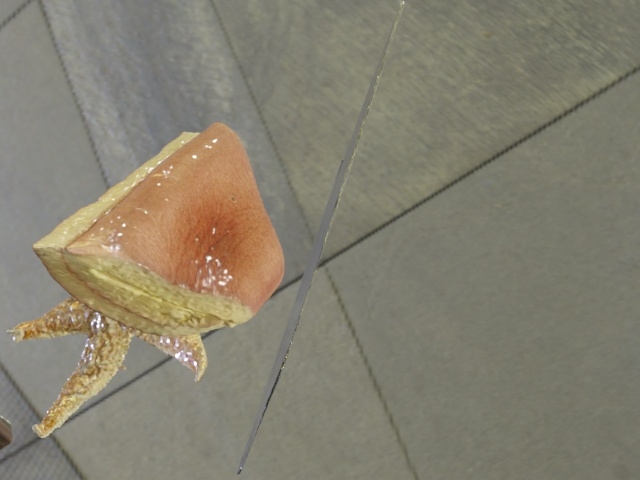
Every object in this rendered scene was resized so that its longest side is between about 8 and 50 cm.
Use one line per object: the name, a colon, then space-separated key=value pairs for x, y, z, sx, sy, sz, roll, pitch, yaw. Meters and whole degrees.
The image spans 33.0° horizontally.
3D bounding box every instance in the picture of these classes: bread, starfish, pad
bread: x=-0.086 y=0.005 z=0.668 sx=0.067 sy=0.192 sz=0.119 roll=-36 pitch=96 yaw=33
starfish: x=-0.200 y=0.082 z=1.043 sx=0.231 sy=0.048 sz=0.295 roll=-44 pitch=44 yaw=1
pad: x=0.000 y=0.000 z=0.942 sx=0.007 sy=0.247 sz=0.367 roll=19 pitch=58 yaw=-2

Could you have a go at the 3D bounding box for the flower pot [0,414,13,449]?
flower pot: x=-0.351 y=0.098 z=0.813 sx=0.179 sy=0.251 sz=0.084 roll=-11 pitch=59 yaw=4
